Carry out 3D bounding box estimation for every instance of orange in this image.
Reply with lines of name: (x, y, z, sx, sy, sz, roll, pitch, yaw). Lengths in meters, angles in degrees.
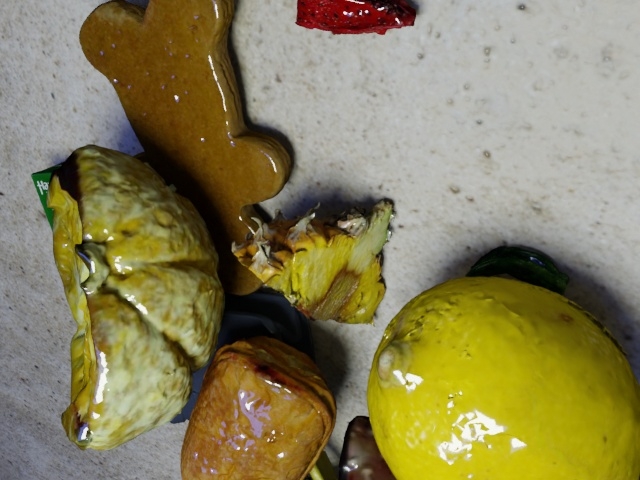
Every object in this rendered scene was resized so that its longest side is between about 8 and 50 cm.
orange: (-0.236, 0.066, 0.743, 0.271, 0.210, 0.368, -36, 63, 51)

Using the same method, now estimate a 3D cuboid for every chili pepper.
chili pepper: (0.219, 0.034, 0.654, 0.118, 0.035, 0.055, 1, 100, 28)

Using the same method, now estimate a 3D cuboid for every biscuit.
biscuit: (-0.164, -0.121, 0.787, 0.283, 0.064, 0.432, -3, 117, 32)

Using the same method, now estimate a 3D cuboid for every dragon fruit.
dragon fruit: (0.032, -0.236, 0.605, 0.131, 0.097, 0.063, 15, 128, 1)

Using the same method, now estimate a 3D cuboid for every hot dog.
hot dog: (-0.091, 0.258, 0.784, 0.196, 0.122, 0.272, 25, 113, 8)

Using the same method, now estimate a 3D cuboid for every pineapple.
pineapple: (-0.004, -0.001, 0.716, 0.140, 0.250, 0.164, 31, 99, 37)

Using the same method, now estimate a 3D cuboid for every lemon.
lemon: (0.183, 0.166, 0.595, 0.310, 0.257, 0.258, 29, 134, -23)

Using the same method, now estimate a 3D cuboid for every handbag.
handbag: (-0.160, 0.205, 0.928, 0.326, 0.118, 0.269, 3, 114, 27)

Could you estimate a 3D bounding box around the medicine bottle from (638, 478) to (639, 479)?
medicine bottle: (0.442, 0.338, 0.584, 0.322, 0.151, 0.151, -12, 109, 45)

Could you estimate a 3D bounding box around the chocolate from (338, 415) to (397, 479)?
chocolate: (0.164, 0.400, 0.776, 0.210, 0.225, 0.340, -7, 111, 25)

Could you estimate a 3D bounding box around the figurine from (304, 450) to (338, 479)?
figurine: (-0.028, 0.442, 0.857, 0.169, 0.327, 0.218, -15, 97, -1)

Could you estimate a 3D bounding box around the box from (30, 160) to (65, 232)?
box: (-0.358, -0.059, 0.932, 0.199, 0.081, 0.135, 1, 116, 29)
